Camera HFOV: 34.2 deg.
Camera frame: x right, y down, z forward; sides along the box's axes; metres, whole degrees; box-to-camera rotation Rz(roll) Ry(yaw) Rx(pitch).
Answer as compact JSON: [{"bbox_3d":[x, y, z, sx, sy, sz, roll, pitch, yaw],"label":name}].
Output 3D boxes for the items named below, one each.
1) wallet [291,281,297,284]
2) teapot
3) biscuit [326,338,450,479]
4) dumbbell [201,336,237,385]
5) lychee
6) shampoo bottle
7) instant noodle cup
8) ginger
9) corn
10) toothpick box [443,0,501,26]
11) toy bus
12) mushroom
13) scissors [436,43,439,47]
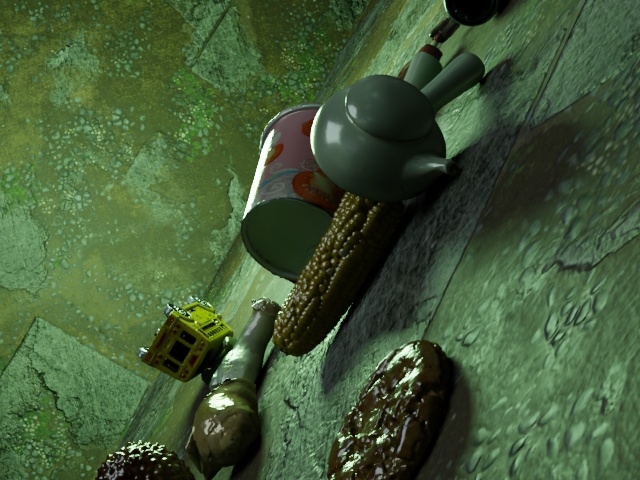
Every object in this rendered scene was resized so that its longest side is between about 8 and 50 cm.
[{"bbox_3d":[0.000,0.000,2.044,0.204,0.045,0.142,-58,7,-4],"label":"wallet"},{"bbox_3d":[0.114,-0.192,1.583,0.318,0.220,0.149,-69,2,-47],"label":"teapot"},{"bbox_3d":[0.064,0.199,1.093,0.226,0.042,0.226,-56,11,17],"label":"biscuit"},{"bbox_3d":[-0.221,0.271,2.326,0.118,0.046,0.052,-55,15,16],"label":"dumbbell"},{"bbox_3d":[-0.296,0.436,1.754,0.200,0.200,0.238,-60,-12,-11],"label":"lychee"},{"bbox_3d":[0.178,-0.299,1.986,0.284,0.071,0.153,-63,12,-20],"label":"shampoo bottle"},{"bbox_3d":[-0.017,-0.072,1.779,0.243,0.243,0.231,-50,15,43],"label":"instant noodle cup"},{"bbox_3d":[-0.134,0.293,1.716,0.122,0.115,0.193,-21,25,39],"label":"ginger"},{"bbox_3d":[0.028,0.047,1.608,0.313,0.102,0.102,-62,9,3],"label":"corn"},{"bbox_3d":[0.275,-0.464,1.871,0.120,0.120,0.184,-52,14,35],"label":"toothpick box"},{"bbox_3d":[-0.303,0.233,2.430,0.145,0.151,0.331,-60,-5,5],"label":"toy bus"},{"bbox_3d":[-0.133,0.207,1.982,0.092,0.081,0.223,103,-169,-53],"label":"mushroom"},{"bbox_3d":[0.214,-0.365,2.198,0.189,0.015,0.100,-53,12,17],"label":"scissors"}]
